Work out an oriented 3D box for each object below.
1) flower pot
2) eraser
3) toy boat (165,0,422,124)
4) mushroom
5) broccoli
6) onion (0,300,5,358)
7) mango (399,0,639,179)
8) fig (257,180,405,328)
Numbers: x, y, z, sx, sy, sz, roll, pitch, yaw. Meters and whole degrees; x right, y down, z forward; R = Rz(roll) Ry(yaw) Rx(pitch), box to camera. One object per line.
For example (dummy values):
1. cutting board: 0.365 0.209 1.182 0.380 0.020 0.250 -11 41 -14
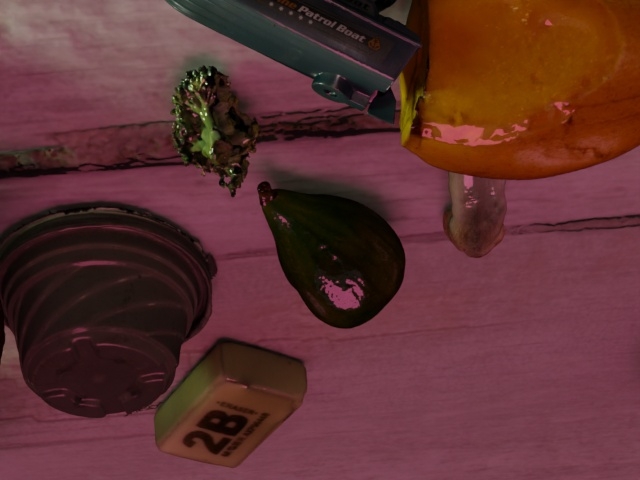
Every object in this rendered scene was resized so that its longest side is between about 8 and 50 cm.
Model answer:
1. flower pot: -0.221 0.088 1.236 0.235 0.141 0.235 -4 141 -3
2. eraser: -0.106 0.194 1.429 0.117 0.058 0.172 20 133 -27
3. toy boat: -0.033 -0.189 0.973 0.246 0.103 0.093 25 168 -7
4. mushroom: 0.149 -0.069 1.171 0.059 0.054 0.202 -9 134 -4
5. broccoli: -0.091 -0.097 1.078 0.095 0.092 0.097 21 104 -28
6. onion: -0.423 0.021 1.053 0.347 0.348 0.385 17 96 -24
7. mango: 0.196 -0.138 1.024 0.256 0.138 0.187 6 109 -8
8. fig: 0.000 0.000 1.195 0.177 0.117 0.117 41 123 -17
